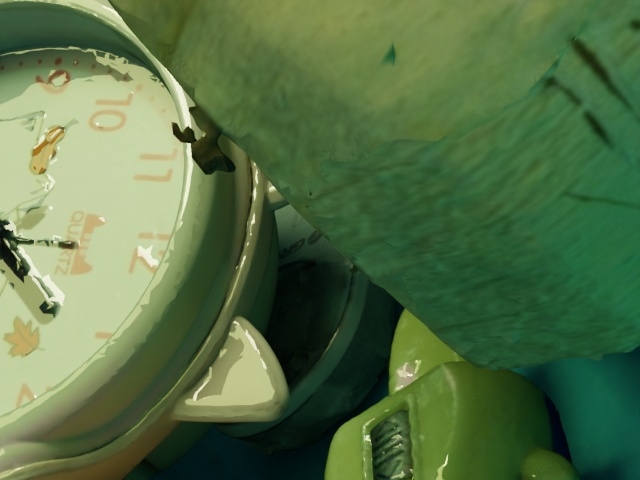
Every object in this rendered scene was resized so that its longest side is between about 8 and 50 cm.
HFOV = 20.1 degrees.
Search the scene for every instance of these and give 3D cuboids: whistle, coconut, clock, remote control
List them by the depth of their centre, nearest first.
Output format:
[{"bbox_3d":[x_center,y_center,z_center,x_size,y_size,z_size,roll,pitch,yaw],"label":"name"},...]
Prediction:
[{"bbox_3d":[0.099,-0.183,0.623,0.404,0.404,0.404,-36,30,24],"label":"coconut"},{"bbox_3d":[0.049,0.100,0.648,0.105,0.085,0.227,-36,31,23],"label":"whistle"},{"bbox_3d":[-0.143,0.009,0.815,0.324,0.108,0.265,5,66,23],"label":"clock"},{"bbox_3d":[0.000,0.000,0.888,0.104,0.052,0.247,-29,33,36],"label":"remote control"}]
